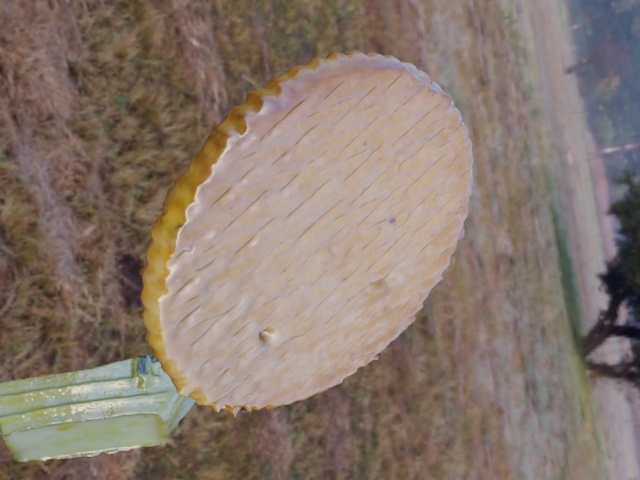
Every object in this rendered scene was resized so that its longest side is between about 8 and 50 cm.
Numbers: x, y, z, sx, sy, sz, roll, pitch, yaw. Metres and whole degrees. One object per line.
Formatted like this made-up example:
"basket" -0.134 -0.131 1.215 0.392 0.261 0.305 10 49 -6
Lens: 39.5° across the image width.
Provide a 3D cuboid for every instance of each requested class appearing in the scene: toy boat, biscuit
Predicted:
"toy boat" -0.258 0.195 1.033 0.111 0.276 0.084 97 -19 -56
"biscuit" 0.000 0.000 0.566 0.035 0.254 0.254 38 -20 41
